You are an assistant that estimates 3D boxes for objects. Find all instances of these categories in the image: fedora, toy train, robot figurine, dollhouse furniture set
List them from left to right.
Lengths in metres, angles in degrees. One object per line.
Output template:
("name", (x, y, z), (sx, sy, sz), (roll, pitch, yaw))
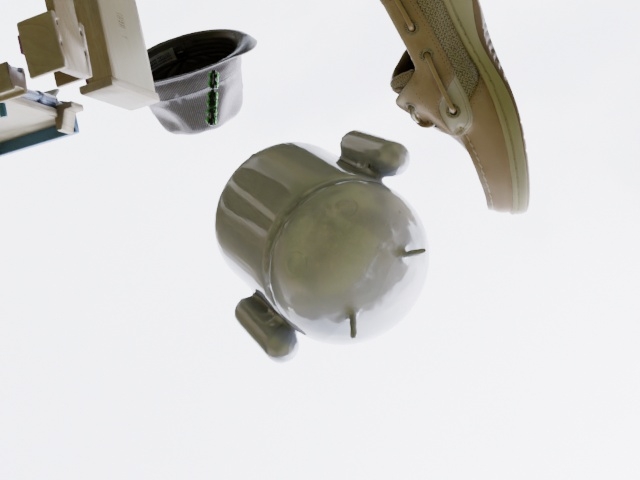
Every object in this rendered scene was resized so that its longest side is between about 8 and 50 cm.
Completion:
("dollhouse furniture set", (-0.409, -0.247, 1.522), (0.303, 0.286, 0.198), (-16, -97, 16))
("fedora", (-0.208, -0.250, 1.932), (0.244, 0.124, 0.275), (-20, -155, -8))
("toy train", (-0.157, -0.207, 1.719), (0.017, 0.024, 0.083), (2, -94, 0))
("robot figurine", (0.000, 0.000, 1.432), (0.300, 0.200, 0.353), (-61, -148, 6))

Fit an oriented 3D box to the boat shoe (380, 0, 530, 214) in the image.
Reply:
("boat shoe", (0.123, -0.170, 1.185), (0.110, 0.341, 0.121), (-20, -157, 7))
